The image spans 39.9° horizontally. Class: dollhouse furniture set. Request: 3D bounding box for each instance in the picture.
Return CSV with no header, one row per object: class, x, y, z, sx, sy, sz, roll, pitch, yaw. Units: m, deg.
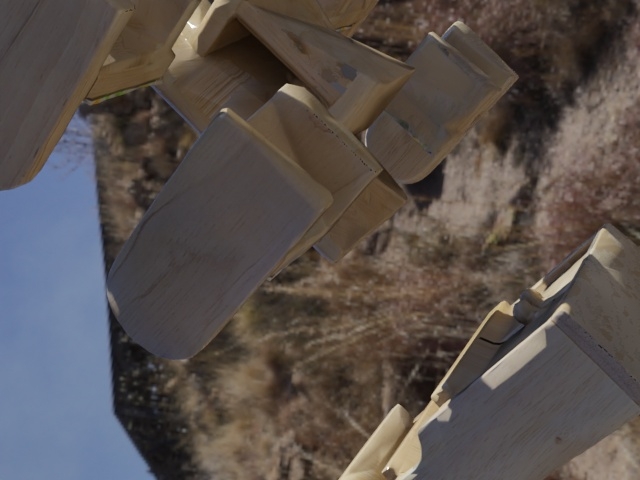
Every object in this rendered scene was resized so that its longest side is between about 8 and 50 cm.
dollhouse furniture set,0.000,0.000,0.610,0.256,0.394,0.362,-49,-6,32
